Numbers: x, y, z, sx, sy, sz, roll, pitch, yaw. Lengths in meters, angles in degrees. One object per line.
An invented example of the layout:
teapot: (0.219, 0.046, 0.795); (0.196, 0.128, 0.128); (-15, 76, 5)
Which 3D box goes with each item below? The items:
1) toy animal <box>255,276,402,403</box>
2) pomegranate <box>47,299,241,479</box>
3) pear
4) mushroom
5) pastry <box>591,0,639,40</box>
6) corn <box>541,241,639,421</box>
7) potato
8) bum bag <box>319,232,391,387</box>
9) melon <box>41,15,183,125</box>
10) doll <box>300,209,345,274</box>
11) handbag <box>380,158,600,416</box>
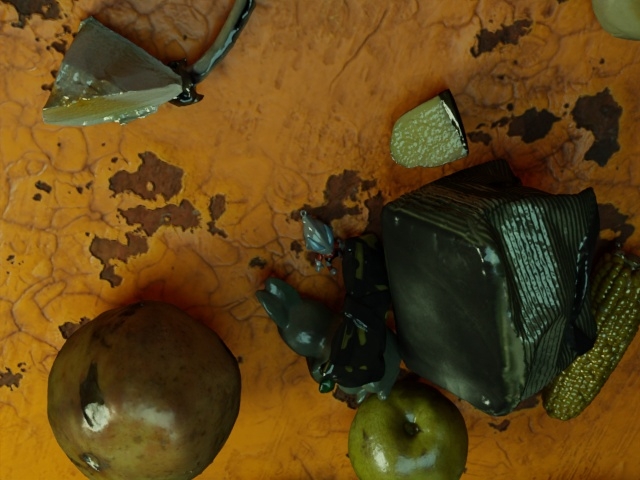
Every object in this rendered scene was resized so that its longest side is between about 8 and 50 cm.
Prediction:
toy animal: (0.002, 0.139, 1.579); (0.251, 0.127, 0.125); (37, 124, -11)
pomegranate: (-0.245, 0.226, 1.495); (0.281, 0.281, 0.281); (-4, 120, -7)
pear: (0.136, 0.313, 1.640); (0.199, 0.200, 0.200); (-4, 120, -7)
mushroom: (-0.139, -0.252, 1.362); (0.060, 0.061, 0.187); (41, 99, 5)
pastry: (0.432, -0.332, 1.378); (0.156, 0.092, 0.157); (-1, 124, -1)
corn: (0.434, 0.155, 1.652); (0.101, 0.102, 0.313); (10, 120, -14)
potato: (0.145, -0.149, 1.452); (0.103, 0.066, 0.096); (-17, 97, 11)
bum bag: (0.060, 0.100, 1.516); (0.106, 0.233, 0.060); (25, 158, -34)
melon: (-0.277, -0.214, 1.326); (0.202, 0.093, 0.140); (-11, 94, 11)
doll: (0.000, 0.001, 1.528); (0.057, 0.039, 0.114); (-27, 123, 13)
handbag: (0.249, 0.053, 1.469); (0.240, 0.247, 0.341); (-30, 126, -29)
